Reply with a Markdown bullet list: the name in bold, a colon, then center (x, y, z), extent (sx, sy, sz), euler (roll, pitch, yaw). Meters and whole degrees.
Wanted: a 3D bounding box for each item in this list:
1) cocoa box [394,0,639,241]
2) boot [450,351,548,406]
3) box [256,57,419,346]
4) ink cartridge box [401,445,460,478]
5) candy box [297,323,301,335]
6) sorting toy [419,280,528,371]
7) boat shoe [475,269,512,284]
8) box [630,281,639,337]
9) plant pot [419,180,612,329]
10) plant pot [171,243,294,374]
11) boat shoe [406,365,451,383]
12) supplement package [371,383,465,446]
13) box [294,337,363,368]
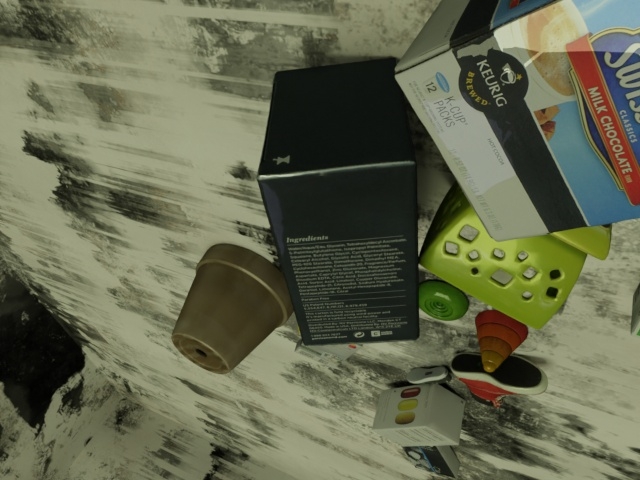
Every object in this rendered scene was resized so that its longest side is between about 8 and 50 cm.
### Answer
- **cocoa box**: center (0.275, -0.207, 0.536), extent (0.228, 0.347, 0.231), euler (-11, 127, 43)
- **boot**: center (0.468, 0.368, 1.306), extent (0.244, 0.088, 0.176), euler (-2, 134, 49)
- **box**: center (0.047, -0.054, 0.886), extent (0.212, 0.293, 0.395), euler (-5, 135, 7)
- **ink cartridge box**: center (0.355, 0.702, 1.803), extent (0.165, 0.065, 0.332), euler (-2, 132, 39)
- **candy box**: center (-0.021, 0.238, 1.557), extent (0.105, 0.027, 0.205), euler (19, 142, 17)
- **sorting toy**: center (0.284, 0.189, 1.192), extent (0.366, 0.126, 0.127), euler (26, 144, 7)
- **boat shoe**: center (0.357, 0.082, 1.085), extent (0.125, 0.038, 0.046), euler (-12, 84, 38)
- **box**: center (0.593, 0.110, 0.889), extent (0.087, 0.102, 0.101), euler (13, 139, 21)
- **plant pot**: center (0.319, -0.037, 0.822), extent (0.227, 0.228, 0.207), euler (29, 139, 5)
- **plant pot**: center (-0.269, 0.219, 1.506), extent (0.323, 0.280, 0.323), euler (19, 143, 15)
- **boat shoe**: center (0.307, 0.390, 1.479), extent (0.040, 0.049, 0.142), euler (46, 140, -20)
- **supplement package**: center (0.292, 0.525, 1.563), extent (0.134, 0.139, 0.244), euler (33, 145, -19)
- **box**: center (0.023, 0.315, 1.568), extent (0.145, 0.038, 0.186), euler (25, 141, -11)
